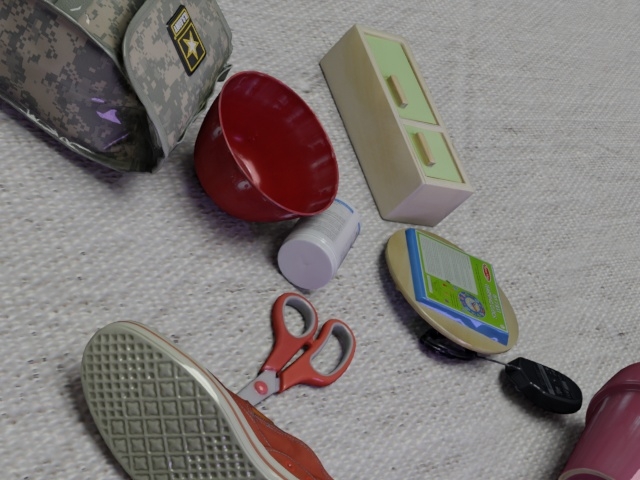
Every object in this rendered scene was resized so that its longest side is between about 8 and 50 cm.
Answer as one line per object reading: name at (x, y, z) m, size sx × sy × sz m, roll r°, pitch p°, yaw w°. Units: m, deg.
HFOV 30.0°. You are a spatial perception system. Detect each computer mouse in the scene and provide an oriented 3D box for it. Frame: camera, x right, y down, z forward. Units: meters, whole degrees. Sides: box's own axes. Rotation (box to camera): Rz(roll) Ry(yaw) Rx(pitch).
computer mouse at (0.223, 0.166, 1.479) m, size 0.242 × 0.041 × 0.071 m, roll 23°, pitch 27°, yaw -18°

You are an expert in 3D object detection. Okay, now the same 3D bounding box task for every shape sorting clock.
shape sorting clock at (0.166, 0.064, 1.503) m, size 0.206 × 0.040 × 0.206 m, roll 25°, pitch 32°, yaw -17°

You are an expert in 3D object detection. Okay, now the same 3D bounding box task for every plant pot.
plant pot at (0.382, 0.273, 1.418) m, size 0.180 × 0.201 × 0.201 m, roll -35°, pitch 84°, yaw -38°

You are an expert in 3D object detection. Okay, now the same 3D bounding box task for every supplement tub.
supplement tub at (0.000, 0.000, 1.378) m, size 0.071 × 0.071 × 0.107 m, roll 42°, pitch 37°, yaw -6°

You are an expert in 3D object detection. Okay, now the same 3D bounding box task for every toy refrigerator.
toy refrigerator at (0.102, -0.158, 1.604) m, size 0.102 × 0.094 × 0.269 m, roll 7°, pitch 52°, yaw -41°

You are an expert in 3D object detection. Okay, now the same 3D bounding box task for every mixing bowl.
mixing bowl at (-0.076, -0.089, 1.350) m, size 0.181 × 0.098 × 0.181 m, roll 31°, pitch 43°, yaw -34°

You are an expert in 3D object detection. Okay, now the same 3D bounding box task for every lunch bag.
lunch bag at (-0.233, -0.227, 1.270) m, size 0.287 × 0.169 × 0.235 m, roll 35°, pitch 40°, yaw -12°

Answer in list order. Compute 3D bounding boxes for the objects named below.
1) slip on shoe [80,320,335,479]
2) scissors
slip on shoe at (-0.085, 0.197, 1.093) m, size 0.331 × 0.123 × 0.101 m, roll 42°, pitch 16°, yaw -7°
scissors at (-0.046, 0.152, 1.234) m, size 0.109 × 0.021 × 0.297 m, roll 43°, pitch 36°, yaw -5°
